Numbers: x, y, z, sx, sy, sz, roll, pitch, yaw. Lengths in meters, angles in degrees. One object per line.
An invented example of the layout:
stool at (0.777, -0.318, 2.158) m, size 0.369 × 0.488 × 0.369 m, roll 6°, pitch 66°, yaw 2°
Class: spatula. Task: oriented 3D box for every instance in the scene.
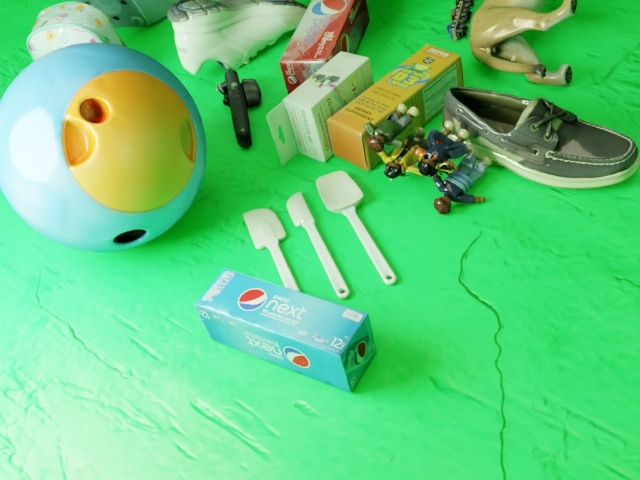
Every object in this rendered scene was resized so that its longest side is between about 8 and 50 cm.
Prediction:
spatula at (0.000, 0.000, 1.048) m, size 0.168 × 0.019 × 0.242 m, roll -21°, pitch 43°, yaw -7°

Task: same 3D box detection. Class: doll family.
doll family at (0.145, -0.110, 1.071) m, size 0.193 × 0.076 × 0.111 m, roll 25°, pitch 54°, yaw 27°

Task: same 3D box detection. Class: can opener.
can opener at (-0.136, -0.227, 1.295) m, size 0.073 × 0.059 × 0.186 m, roll -13°, pitch 42°, yaw 3°

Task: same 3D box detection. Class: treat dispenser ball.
treat dispenser ball at (-0.303, -0.128, 1.075) m, size 0.288 × 0.288 × 0.288 m, roll -9°, pitch 43°, yaw 8°

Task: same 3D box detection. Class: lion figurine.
lion figurine at (0.333, -0.400, 1.279) m, size 0.240 × 0.142 × 0.392 m, roll 10°, pitch 53°, yaw 36°

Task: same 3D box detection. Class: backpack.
backpack at (-0.437, -0.327, 1.396) m, size 0.165 × 0.188 × 0.144 m, roll -2°, pitch 45°, yaw 14°

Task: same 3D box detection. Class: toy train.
toy train at (0.253, -0.410, 1.391) m, size 0.036 × 0.027 × 0.158 m, roll -1°, pitch 44°, yaw 21°

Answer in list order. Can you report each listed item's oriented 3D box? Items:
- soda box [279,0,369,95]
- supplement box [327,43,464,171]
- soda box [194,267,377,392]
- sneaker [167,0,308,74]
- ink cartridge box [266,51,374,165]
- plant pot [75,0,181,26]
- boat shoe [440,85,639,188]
soda box at (0.012, -0.355, 1.366) m, size 0.092 × 0.083 × 0.263 m, roll 2°, pitch 45°, yaw 19°
supplement box at (0.119, -0.208, 1.185) m, size 0.078 × 0.080 × 0.233 m, roll 30°, pitch 58°, yaw 37°
soda box at (-0.043, 0.103, 0.915) m, size 0.210 × 0.071 × 0.067 m, roll 16°, pitch 51°, yaw 30°
sneaker at (-0.148, -0.393, 1.440) m, size 0.297 × 0.129 × 0.111 m, roll -19°, pitch 37°, yaw -30°
ink cartridge box at (0.008, -0.196, 1.186) m, size 0.061 × 0.104 × 0.181 m, roll 24°, pitch 57°, yaw 36°
plant pot at (-0.415, -0.596, 1.643) m, size 0.247 × 0.248 × 0.252 m, roll 4°, pitch 64°, yaw 21°
boat shoe at (0.291, -0.149, 1.059) m, size 0.285 × 0.092 × 0.103 m, roll 21°, pitch 54°, yaw 33°
